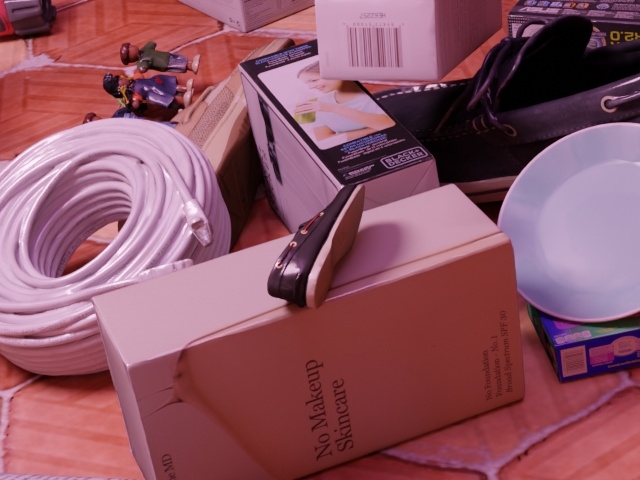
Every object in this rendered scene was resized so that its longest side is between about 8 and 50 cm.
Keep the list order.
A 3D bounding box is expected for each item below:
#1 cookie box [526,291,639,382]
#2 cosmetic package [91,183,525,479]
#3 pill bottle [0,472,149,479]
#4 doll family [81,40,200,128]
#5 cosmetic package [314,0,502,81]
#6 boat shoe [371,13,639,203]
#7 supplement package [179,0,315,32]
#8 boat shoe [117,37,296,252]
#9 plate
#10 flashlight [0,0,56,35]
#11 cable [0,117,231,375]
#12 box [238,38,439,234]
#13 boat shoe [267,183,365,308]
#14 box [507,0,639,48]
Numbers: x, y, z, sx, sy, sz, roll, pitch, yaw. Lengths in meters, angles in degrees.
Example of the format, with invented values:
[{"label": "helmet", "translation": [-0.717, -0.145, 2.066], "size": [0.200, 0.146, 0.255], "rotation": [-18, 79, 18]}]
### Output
[{"label": "cookie box", "translation": [0.226, 0.065, 1.323], "size": [0.091, 0.040, 0.107], "rotation": [-12, 30, -3]}, {"label": "cosmetic package", "translation": [-0.005, 0.085, 1.240], "size": [0.309, 0.160, 0.113], "rotation": [-19, 32, -14]}, {"label": "pill bottle", "translation": [-0.193, 0.233, 1.041], "size": [0.283, 0.160, 0.160], "rotation": [1, 32, 16]}, {"label": "doll family", "translation": [-0.201, -0.162, 1.783], "size": [0.111, 0.076, 0.193], "rotation": [11, 26, -4]}, {"label": "cosmetic package", "translation": [0.088, -0.214, 1.484], "size": [0.117, 0.085, 0.231], "rotation": [4, 22, 19]}, {"label": "boat shoe", "translation": [0.211, -0.132, 1.499], "size": [0.500, 0.156, 0.187], "rotation": [3, 33, 44]}, {"label": "supplement package", "translation": [-0.106, -0.406, 2.042], "size": [0.149, 0.203, 0.194], "rotation": [-27, 35, -26]}, {"label": "boat shoe", "translation": [-0.105, -0.107, 1.622], "size": [0.110, 0.122, 0.341], "rotation": [2, 34, 19]}, {"label": "plate", "translation": [0.239, -0.013, 1.323], "size": [0.188, 0.024, 0.188], "rotation": [-14, 56, 21]}, {"label": "flashlight", "translation": [-0.506, -0.304, 2.087], "size": [0.304, 0.103, 0.103], "rotation": [-7, 4, 6]}, {"label": "cable", "translation": [-0.205, 0.001, 1.430], "size": [0.257, 0.089, 0.257], "rotation": [-23, 45, 11]}, {"label": "box", "translation": [0.021, -0.052, 1.454], "size": [0.087, 0.169, 0.290], "rotation": [-19, 33, -11]}, {"label": "boat shoe", "translation": [0.000, -0.001, 1.180], "size": [0.042, 0.049, 0.133], "rotation": [13, 42, 17]}, {"label": "box", "translation": [0.376, -0.268, 1.820], "size": [0.270, 0.060, 0.216], "rotation": [7, 34, 25]}]
